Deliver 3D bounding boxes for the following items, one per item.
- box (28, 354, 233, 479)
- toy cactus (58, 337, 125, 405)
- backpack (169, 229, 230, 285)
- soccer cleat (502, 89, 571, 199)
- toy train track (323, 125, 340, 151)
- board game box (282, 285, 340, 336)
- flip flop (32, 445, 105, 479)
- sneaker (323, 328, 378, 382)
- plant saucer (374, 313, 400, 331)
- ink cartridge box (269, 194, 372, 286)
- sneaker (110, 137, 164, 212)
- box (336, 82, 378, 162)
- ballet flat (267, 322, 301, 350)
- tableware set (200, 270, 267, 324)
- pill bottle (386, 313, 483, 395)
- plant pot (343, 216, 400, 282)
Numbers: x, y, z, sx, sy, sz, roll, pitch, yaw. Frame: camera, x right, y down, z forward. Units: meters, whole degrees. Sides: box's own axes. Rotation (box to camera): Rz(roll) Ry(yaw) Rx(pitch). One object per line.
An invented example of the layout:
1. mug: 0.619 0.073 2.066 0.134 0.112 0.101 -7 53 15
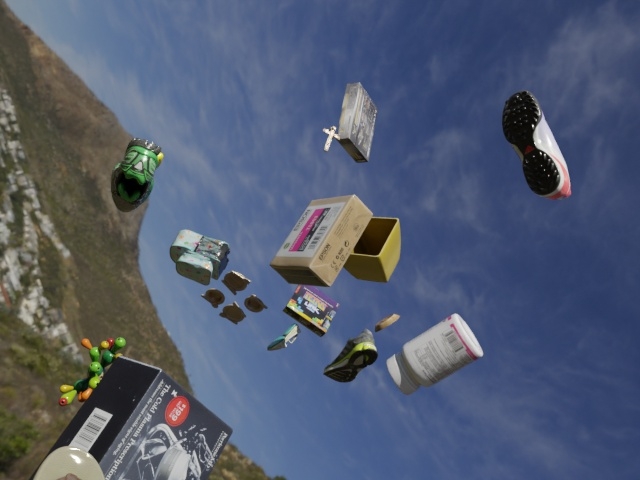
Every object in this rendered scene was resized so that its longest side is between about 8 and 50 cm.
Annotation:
1. box: -0.423 0.505 1.286 0.178 0.343 0.313 5 -38 37
2. toy cactus: -0.617 0.352 1.491 0.112 0.219 0.180 30 -26 -4
3. backpack: -0.421 0.054 1.881 0.188 0.144 0.166 28 -31 3
4. soccer cleat: 0.567 -0.247 1.450 0.108 0.116 0.318 -31 -122 37
5. toy train track: 0.025 -0.258 1.391 0.014 0.048 0.083 -45 -158 57
6. board game box: -0.031 0.243 1.993 0.170 0.141 0.048 34 -41 -4
7. flip flop: -0.334 0.369 0.717 0.080 0.112 0.277 -62 -162 13
8. sneaker: 0.118 0.447 2.122 0.300 0.111 0.121 -43 -156 37
9. plant saucer: 0.181 0.225 1.528 0.015 0.083 0.083 58 -25 3
10. ink cartridge box: 0.000 0.000 1.434 0.088 0.235 0.193 44 -25 -28
11. sneaker: -0.589 -0.172 1.695 0.343 0.134 0.146 -43 -153 55
12. box: 0.137 -0.428 2.030 0.056 0.183 0.231 1 -109 29
13. ballet flat: -0.137 0.392 2.177 0.057 0.168 0.052 -15 -71 55
14. tableware set: -0.231 0.157 1.482 0.168 0.020 0.141 -33 -68 30
15. pill bottle: 0.366 0.376 1.801 0.160 0.283 0.160 50 16 -19
16. plant pot: 0.201 0.047 2.170 0.212 0.212 0.187 4 -44 34
